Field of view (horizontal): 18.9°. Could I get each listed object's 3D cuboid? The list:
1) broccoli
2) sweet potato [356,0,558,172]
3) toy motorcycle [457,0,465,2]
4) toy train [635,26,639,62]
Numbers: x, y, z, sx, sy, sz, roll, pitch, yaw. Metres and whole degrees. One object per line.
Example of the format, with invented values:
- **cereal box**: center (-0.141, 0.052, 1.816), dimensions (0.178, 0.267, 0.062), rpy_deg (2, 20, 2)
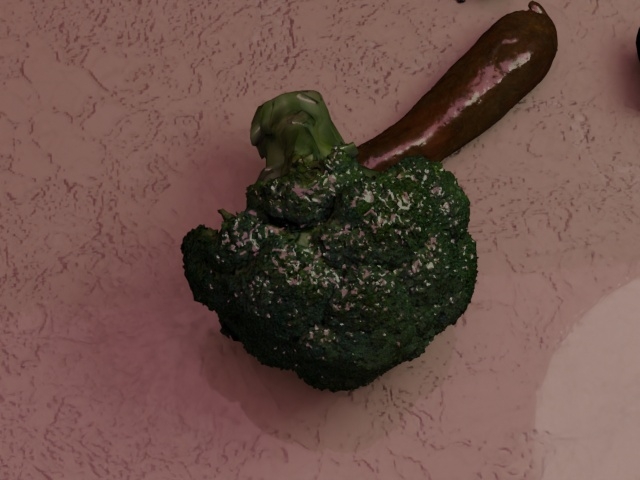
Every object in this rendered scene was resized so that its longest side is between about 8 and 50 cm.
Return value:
- **broccoli**: center (0.000, 0.000, 1.629), dimensions (0.270, 0.270, 0.270), rpy_deg (-14, 58, -5)
- **sweet potato**: center (0.114, -0.116, 1.760), dimensions (0.273, 0.075, 0.075), rpy_deg (-40, 77, -8)
- **toy motorcycle**: center (0.091, -0.300, 1.802), dimensions (0.270, 0.106, 0.159), rpy_deg (-5, 66, -7)
- **toy train**: center (0.399, -0.078, 1.730), dimensions (0.194, 0.120, 0.298), rpy_deg (-8, 72, 5)
